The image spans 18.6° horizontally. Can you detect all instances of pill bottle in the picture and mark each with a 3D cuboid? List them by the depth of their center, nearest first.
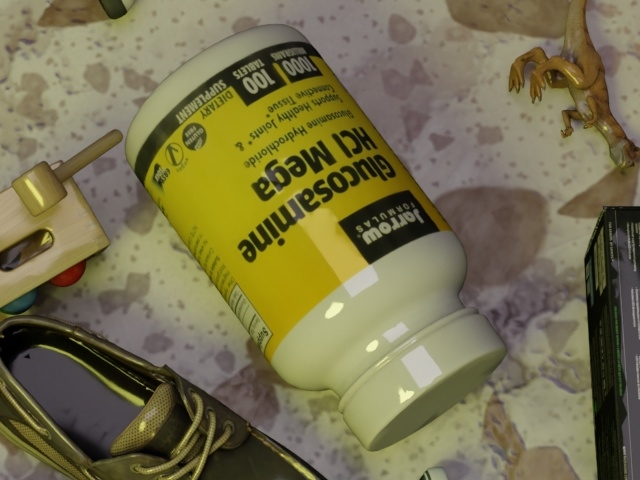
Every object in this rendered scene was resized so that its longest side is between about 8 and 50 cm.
[{"bbox_3d":[0.000,0.000,1.613,0.188,0.188,0.334,-34,74,-10],"label":"pill bottle"}]

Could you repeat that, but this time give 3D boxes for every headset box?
[{"bbox_3d":[0.370,0.104,1.604,0.283,0.131,0.246,-2,71,0],"label":"headset box"}]

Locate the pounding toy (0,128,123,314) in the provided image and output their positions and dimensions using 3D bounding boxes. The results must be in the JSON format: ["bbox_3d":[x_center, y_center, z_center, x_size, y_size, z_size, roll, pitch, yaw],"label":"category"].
[{"bbox_3d":[-0.221,-0.008,1.603,0.181,0.206,0.094,-30,92,-10],"label":"pounding toy"}]

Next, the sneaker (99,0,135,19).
[{"bbox_3d":[-0.157,-0.338,1.782,0.145,0.090,0.270,-12,69,-1],"label":"sneaker"}]

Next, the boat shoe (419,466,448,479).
[{"bbox_3d":[0.072,0.275,1.583,0.083,0.065,0.183,-3,72,-2],"label":"boat shoe"}]

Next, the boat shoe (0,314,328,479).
[{"bbox_3d":[-0.134,0.173,1.585,0.355,0.130,0.132,26,73,9],"label":"boat shoe"}]

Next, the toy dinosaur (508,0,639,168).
[{"bbox_3d":[0.229,-0.159,1.742,0.112,0.064,0.211,-7,80,-21],"label":"toy dinosaur"}]
